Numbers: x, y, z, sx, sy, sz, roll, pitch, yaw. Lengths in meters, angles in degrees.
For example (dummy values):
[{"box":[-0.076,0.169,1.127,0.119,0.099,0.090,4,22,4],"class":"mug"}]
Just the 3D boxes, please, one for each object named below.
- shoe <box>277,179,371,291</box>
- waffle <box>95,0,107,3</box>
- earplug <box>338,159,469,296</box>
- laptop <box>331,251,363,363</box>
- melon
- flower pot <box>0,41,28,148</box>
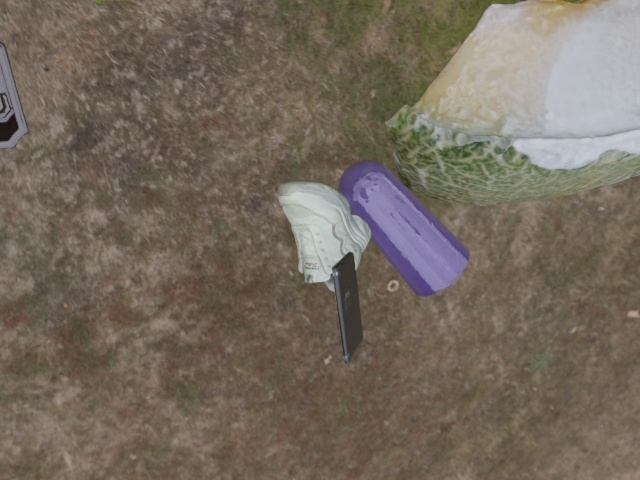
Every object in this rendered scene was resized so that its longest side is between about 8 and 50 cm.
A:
[{"box":[0.000,0.000,1.541,0.342,0.132,0.210,41,59,-48],"class":"shoe"},{"box":[-0.405,-0.546,1.413,0.183,0.169,0.036,-18,111,-28],"class":"waffle"},{"box":[0.234,-0.055,1.945,0.215,0.215,0.456,-44,107,-3],"class":"earplug"},{"box":[0.052,0.121,1.191,0.016,0.129,0.180,-3,102,19],"class":"laptop"},{"box":[0.087,-0.065,0.338,0.139,0.202,0.093,-7,84,-36],"class":"melon"},{"box":[-0.681,-0.302,1.256,0.179,0.084,0.250,-7,129,-12],"class":"flower pot"}]
